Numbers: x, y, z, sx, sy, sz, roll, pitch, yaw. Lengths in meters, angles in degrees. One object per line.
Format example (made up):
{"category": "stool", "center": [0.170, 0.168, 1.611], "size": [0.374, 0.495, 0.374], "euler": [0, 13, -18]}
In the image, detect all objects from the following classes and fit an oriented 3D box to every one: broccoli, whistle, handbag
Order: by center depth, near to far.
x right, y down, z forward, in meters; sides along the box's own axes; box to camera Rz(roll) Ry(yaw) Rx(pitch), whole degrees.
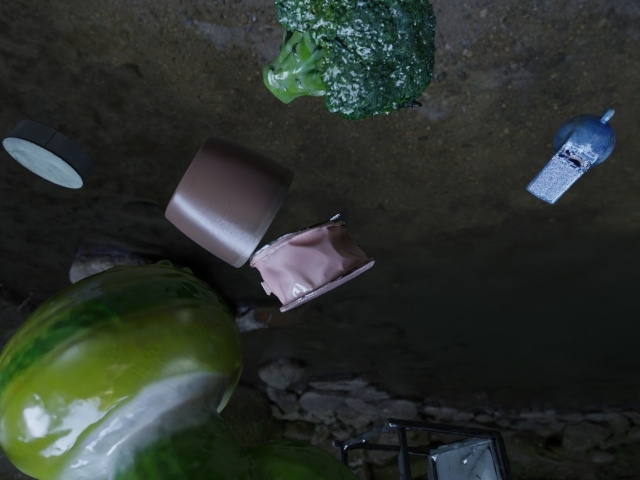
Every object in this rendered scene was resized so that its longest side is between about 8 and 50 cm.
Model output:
{"category": "broccoli", "center": [0.019, -0.280, 0.587], "size": [0.254, 0.269, 0.269], "euler": [-18, 171, -47]}
{"category": "whistle", "center": [0.397, -0.140, 0.671], "size": [0.090, 0.090, 0.158], "euler": [8, 141, -12]}
{"category": "handbag", "center": [-0.015, 0.043, 0.792], "size": [0.205, 0.116, 0.179], "euler": [-25, 170, -14]}

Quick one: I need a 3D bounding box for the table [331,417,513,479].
{"category": "table", "center": [0.190, 0.529, 0.770], "size": [0.272, 0.335, 0.222], "euler": [16, 141, -23]}

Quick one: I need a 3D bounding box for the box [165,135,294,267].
{"category": "box", "center": [-0.225, -0.101, 1.036], "size": [0.216, 0.301, 0.301], "euler": [30, 142, -17]}

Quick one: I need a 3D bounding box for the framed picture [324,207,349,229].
{"category": "framed picture", "center": [0.000, 0.000, 1.090], "size": [0.168, 0.128, 0.023], "euler": [-34, 117, 30]}

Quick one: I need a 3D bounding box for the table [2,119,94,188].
{"category": "table", "center": [-0.473, -0.148, 0.754], "size": [0.133, 0.043, 0.133], "euler": [15, 154, 8]}

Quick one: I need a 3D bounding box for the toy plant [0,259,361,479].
{"category": "toy plant", "center": [-0.098, 0.179, 0.297], "size": [0.224, 0.316, 0.184], "euler": [-29, 147, -22]}
